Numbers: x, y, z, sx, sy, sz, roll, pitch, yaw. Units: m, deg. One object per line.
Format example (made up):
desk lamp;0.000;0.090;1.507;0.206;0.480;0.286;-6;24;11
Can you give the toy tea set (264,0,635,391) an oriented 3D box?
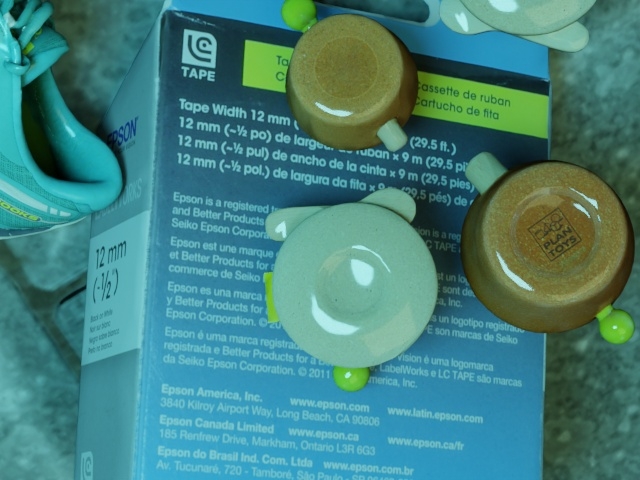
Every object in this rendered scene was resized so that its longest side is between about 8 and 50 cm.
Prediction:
toy tea set;0.067;-0.088;0.992;0.200;0.124;0.336;-3;84;4

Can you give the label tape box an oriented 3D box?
label tape box;0.000;0.000;1.048;0.249;0.115;0.348;8;76;-24

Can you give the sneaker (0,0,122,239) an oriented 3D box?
sneaker;-0.186;-0.115;0.929;0.110;0.107;0.275;-5;134;24
